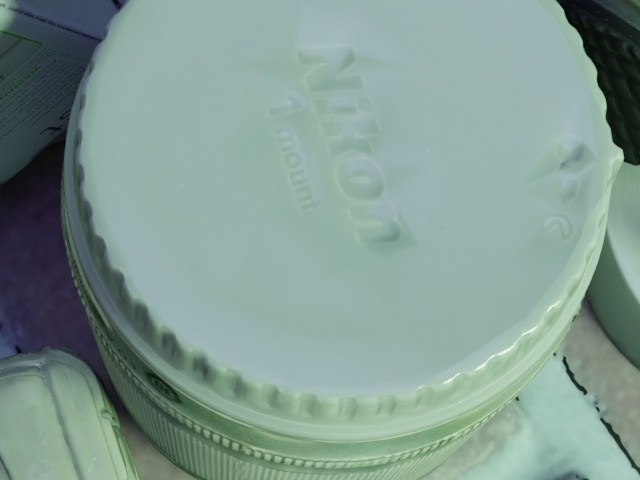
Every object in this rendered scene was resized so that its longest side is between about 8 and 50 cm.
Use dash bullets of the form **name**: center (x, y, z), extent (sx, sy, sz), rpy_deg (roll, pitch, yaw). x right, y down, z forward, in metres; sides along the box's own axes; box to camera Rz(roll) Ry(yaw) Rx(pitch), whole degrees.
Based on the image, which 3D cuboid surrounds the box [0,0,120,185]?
- **box**: center (-0.239, -0.058, 0.656), extent (0.262, 0.231, 0.127), rpy_deg (-37, 82, 12)

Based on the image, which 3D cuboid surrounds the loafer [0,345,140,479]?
- **loafer**: center (-0.113, 0.207, 0.702), extent (0.111, 0.112, 0.319), rpy_deg (-20, 68, -4)

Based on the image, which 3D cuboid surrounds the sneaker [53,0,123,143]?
- **sneaker**: center (-0.099, -0.138, 0.790), extent (0.302, 0.121, 0.108), rpy_deg (-22, 78, -9)

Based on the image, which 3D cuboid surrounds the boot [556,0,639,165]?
- **boot**: center (0.172, -0.134, 0.768), extent (0.161, 0.246, 0.083), rpy_deg (-28, 122, -8)

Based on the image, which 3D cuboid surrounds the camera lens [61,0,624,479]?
- **camera lens**: center (0.000, 0.000, 0.677), extent (0.219, 0.274, 0.219), rpy_deg (1, 74, -4)

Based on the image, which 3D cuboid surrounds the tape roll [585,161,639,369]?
- **tape roll**: center (0.247, -0.013, 0.805), extent (0.219, 0.072, 0.219), rpy_deg (1, 73, -4)
